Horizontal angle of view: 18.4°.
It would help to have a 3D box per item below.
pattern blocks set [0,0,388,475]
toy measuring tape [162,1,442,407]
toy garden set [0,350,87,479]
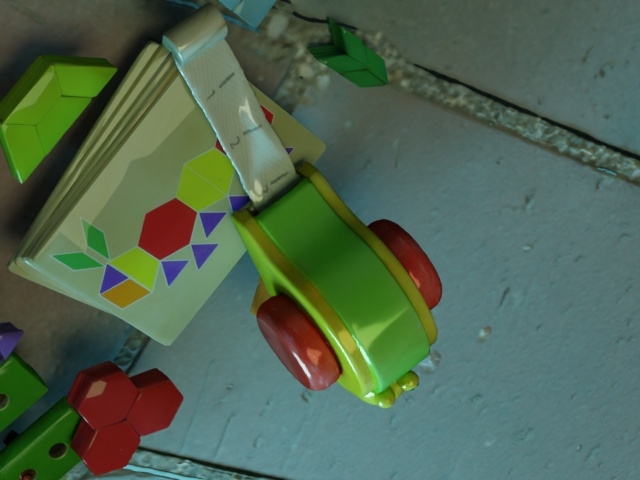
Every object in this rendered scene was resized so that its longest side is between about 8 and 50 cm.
[{"bbox_3d":[-0.096,-0.025,1.236,0.325,0.026,0.285,-46,135,-4],"label":"pattern blocks set"},{"bbox_3d":[0.000,0.000,1.227,0.121,0.121,0.330,-31,132,-6],"label":"toy measuring tape"},{"bbox_3d":[-0.287,0.120,1.247,0.204,0.049,0.244,-41,134,1],"label":"toy garden set"}]
